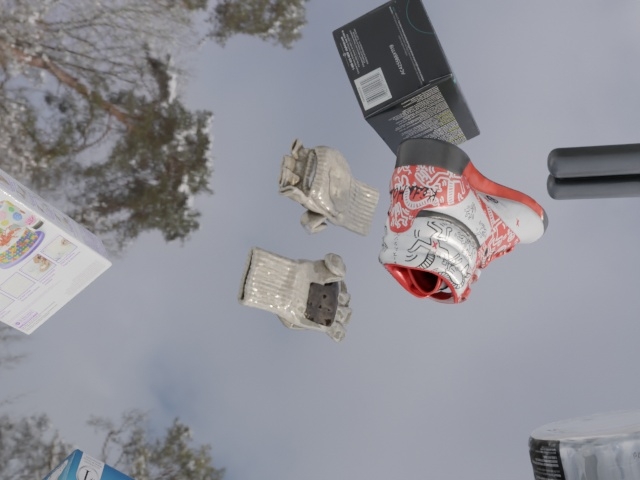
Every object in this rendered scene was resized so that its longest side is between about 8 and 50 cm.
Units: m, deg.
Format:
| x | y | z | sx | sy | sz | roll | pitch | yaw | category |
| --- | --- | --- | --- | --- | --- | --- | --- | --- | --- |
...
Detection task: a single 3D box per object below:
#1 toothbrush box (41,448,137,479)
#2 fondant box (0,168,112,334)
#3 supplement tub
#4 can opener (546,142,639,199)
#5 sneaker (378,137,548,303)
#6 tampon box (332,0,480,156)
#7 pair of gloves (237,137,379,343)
| x | y | z | sx | sy | sz | roll | pitch | yaw | category |
| --- | --- | --- | --- | --- | --- | --- | --- | --- | --- |
| -0.295 | 0.458 | 0.938 | 0.126 | 0.216 | 0.295 | -42 | -155 | 23 | toothbrush box |
| -0.613 | 0.021 | 1.422 | 0.238 | 0.330 | 0.096 | -39 | -130 | 3 | fondant box |
| 0.388 | 0.384 | 0.914 | 0.194 | 0.194 | 0.316 | -17 | -100 | 35 | supplement tub |
| 0.429 | -0.098 | 0.918 | 0.280 | 0.074 | 0.093 | -5 | -141 | 11 | can opener |
| 0.155 | 0.003 | 0.787 | 0.090 | 0.270 | 0.145 | 5 | -102 | 40 | sneaker |
| 0.101 | -0.176 | 0.827 | 0.101 | 0.161 | 0.120 | -24 | -112 | 15 | tampon box |
| 0.000 | 0.000 | 0.951 | 0.042 | 0.204 | 0.240 | 6 | -108 | 39 | pair of gloves |
